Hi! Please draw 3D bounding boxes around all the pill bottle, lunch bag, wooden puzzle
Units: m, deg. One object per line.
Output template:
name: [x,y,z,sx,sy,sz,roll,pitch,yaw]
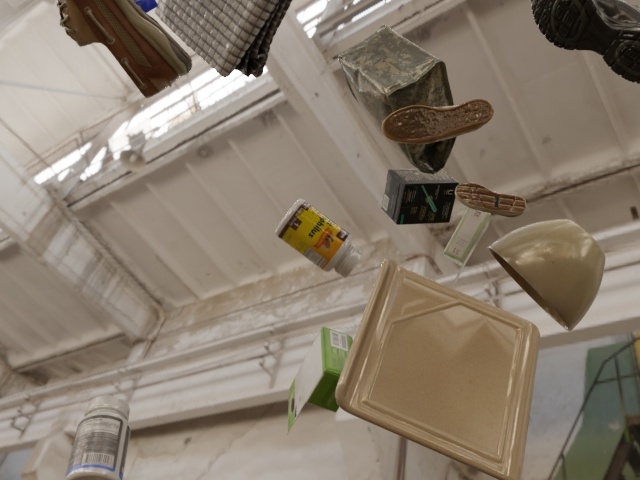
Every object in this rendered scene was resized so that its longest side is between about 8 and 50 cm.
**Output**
pill bottle: [-0.323,0.302,0.883,0.078,0.137,0.078,-4,-53,-5]
pill bottle: [0.000,0.000,1.527,0.215,0.117,0.117,36,-46,0]
lunch bag: [0.196,-0.315,1.408,0.169,0.235,0.287,-34,-44,-4]
wooden puzzle: [0.153,0.155,0.743,0.238,0.221,0.044,26,-37,-1]

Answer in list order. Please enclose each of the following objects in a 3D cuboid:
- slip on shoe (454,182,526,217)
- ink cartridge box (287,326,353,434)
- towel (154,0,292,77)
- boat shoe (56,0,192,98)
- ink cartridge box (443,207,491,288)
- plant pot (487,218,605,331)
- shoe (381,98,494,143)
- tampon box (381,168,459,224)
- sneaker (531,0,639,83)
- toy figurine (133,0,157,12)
slip on shoe: [0.323,-0.075,1.154,0.135,0.051,0.041,11,-18,6]
ink cartridge box: [-0.002,0.399,1.673,0.097,0.189,0.255,21,-63,-13]
towel: [-0.183,-0.485,1.200,0.283,0.121,0.235,44,-66,24]
boat shoe: [-0.345,-0.349,0.919,0.116,0.123,0.324,-44,-61,3]
ink cartridge box: [0.294,0.043,1.313,0.056,0.235,0.171,30,3,14]
plant pot: [0.586,0.056,1.497,0.191,0.284,0.284,-44,-65,6]
shoe: [0.220,-0.218,1.143,0.219,0.077,0.058,-10,-13,-9]
tampon box: [0.261,-0.117,1.584,0.161,0.101,0.120,-3,-60,-20]
sneaker: [0.513,-0.392,1.089,0.286,0.130,0.109,41,-37,13]
toy figurine: [-0.380,-0.471,1.096,0.191,0.362,0.217,1,-49,42]
